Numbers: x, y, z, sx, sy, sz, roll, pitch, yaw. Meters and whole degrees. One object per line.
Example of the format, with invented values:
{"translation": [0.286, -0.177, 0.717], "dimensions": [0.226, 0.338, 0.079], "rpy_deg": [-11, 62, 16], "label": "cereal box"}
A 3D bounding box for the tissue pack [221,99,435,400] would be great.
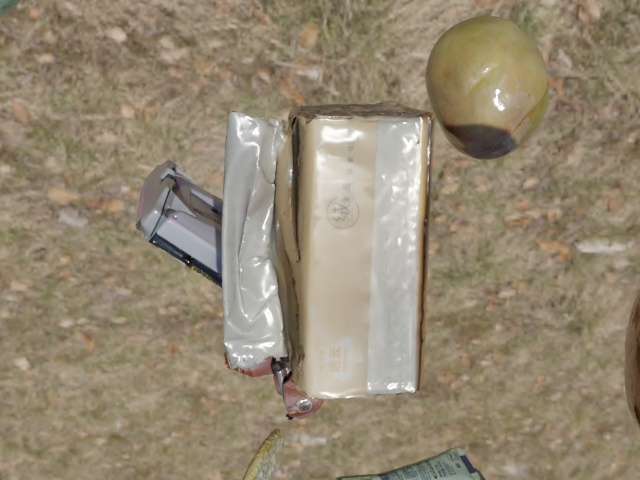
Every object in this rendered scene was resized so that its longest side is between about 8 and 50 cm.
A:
{"translation": [0.000, 0.000, 1.014], "dimensions": [0.239, 0.305, 0.238], "rpy_deg": [1, -167, 0], "label": "tissue pack"}

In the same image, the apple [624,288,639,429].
{"translation": [0.425, 0.110, 0.820], "dimensions": [0.302, 0.301, 0.301], "rpy_deg": [8, 161, 3], "label": "apple"}

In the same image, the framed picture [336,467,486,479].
{"translation": [0.170, 0.422, 1.433], "dimensions": [0.260, 0.023, 0.189], "rpy_deg": [1, -162, -18], "label": "framed picture"}

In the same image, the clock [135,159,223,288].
{"translation": [-0.201, -0.034, 1.478], "dimensions": [0.186, 0.083, 0.253], "rpy_deg": [35, -168, -20], "label": "clock"}

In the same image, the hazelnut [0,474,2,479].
{"translation": [-0.609, 0.390, 1.173], "dimensions": [0.353, 0.421, 0.421], "rpy_deg": [46, 165, 12], "label": "hazelnut"}

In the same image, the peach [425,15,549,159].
{"translation": [0.337, -0.303, 1.839], "dimensions": [0.248, 0.292, 0.292], "rpy_deg": [6, 161, 18], "label": "peach"}

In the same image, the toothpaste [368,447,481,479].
{"translation": [0.138, 0.346, 1.314], "dimensions": [0.216, 0.062, 0.037], "rpy_deg": [-5, 140, -32], "label": "toothpaste"}

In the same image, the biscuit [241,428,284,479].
{"translation": [-0.136, 0.511, 1.990], "dimensions": [0.040, 0.188, 0.265], "rpy_deg": [21, -162, 10], "label": "biscuit"}

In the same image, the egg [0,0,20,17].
{"translation": [-0.356, -0.282, 0.869], "dimensions": [0.149, 0.149, 0.192], "rpy_deg": [28, 177, -44], "label": "egg"}

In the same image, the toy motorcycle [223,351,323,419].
{"translation": [-0.047, 0.171, 1.197], "dimensions": [0.213, 0.118, 0.084], "rpy_deg": [13, 129, 41], "label": "toy motorcycle"}
